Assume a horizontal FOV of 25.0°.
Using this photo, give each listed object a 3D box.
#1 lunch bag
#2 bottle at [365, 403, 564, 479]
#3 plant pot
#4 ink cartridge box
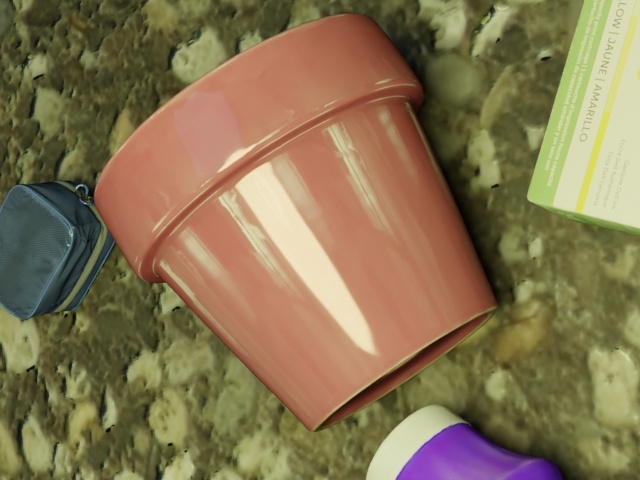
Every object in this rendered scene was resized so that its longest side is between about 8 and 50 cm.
[{"bbox_3d":[-0.190,0.002,1.019,0.067,0.065,0.098,40,110,18],"label":"lunch bag"},{"bbox_3d":[0.139,0.193,0.733,0.118,0.092,0.283,-41,56,-15],"label":"bottle"},{"bbox_3d":[0.000,0.000,0.827,0.201,0.201,0.180,-39,78,22],"label":"plant pot"},{"bbox_3d":[0.240,-0.071,0.750,0.235,0.056,0.171,17,90,37],"label":"ink cartridge box"}]
